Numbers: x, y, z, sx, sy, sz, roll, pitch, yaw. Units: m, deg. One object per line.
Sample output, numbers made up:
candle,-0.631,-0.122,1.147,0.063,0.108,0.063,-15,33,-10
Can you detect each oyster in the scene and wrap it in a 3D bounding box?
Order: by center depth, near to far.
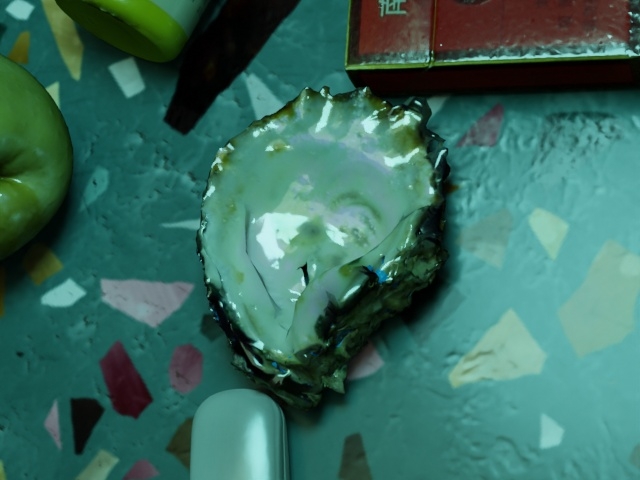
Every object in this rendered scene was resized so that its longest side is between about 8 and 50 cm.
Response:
oyster,0.002,0.002,1.461,0.198,0.092,0.259,0,63,15

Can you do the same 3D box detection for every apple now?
apple,-0.301,-0.075,1.517,0.200,0.200,0.200,-5,71,14

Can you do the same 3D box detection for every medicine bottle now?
medicine bottle,-0.126,-0.267,1.564,0.122,0.122,0.212,24,80,21

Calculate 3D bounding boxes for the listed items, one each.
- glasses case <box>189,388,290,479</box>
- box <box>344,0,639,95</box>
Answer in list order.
glasses case,-0.061,0.209,1.424,0.074,0.049,0.193,-7,69,13
box,0.144,-0.199,1.494,0.240,0.074,0.153,-1,76,16
